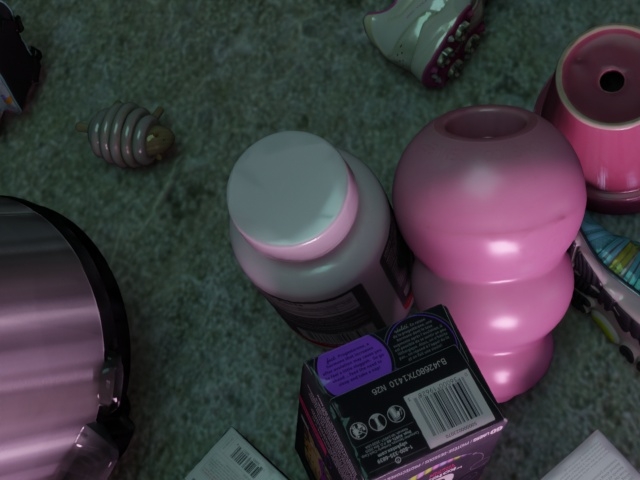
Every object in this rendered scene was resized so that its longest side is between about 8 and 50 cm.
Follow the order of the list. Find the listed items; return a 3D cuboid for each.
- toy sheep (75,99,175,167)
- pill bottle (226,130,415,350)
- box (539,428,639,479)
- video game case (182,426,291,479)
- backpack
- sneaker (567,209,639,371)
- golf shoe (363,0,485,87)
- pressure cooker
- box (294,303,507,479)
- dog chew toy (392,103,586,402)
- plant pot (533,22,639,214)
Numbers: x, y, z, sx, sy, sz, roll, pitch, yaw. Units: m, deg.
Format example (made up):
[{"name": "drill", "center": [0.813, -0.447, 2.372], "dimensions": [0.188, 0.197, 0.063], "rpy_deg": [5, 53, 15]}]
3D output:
[{"name": "toy sheep", "center": [-0.245, -0.133, 1.929], "dimensions": [0.132, 0.091, 0.091], "rpy_deg": [7, 73, 19]}, {"name": "pill bottle", "center": [0.000, 0.000, 1.699], "dimensions": [0.176, 0.318, 0.176], "rpy_deg": [-4, 70, 11]}, {"name": "box", "center": [0.321, 0.301, 1.625], "dimensions": [0.091, 0.130, 0.170], "rpy_deg": [-41, 69, -3]}, {"name": "video game case", "center": [-0.088, 0.364, 1.745], "dimensions": [0.232, 0.042, 0.210], "rpy_deg": [40, 84, 21]}, {"name": "backpack", "center": [-0.476, -0.229, 1.969], "dimensions": [0.188, 0.166, 0.144], "rpy_deg": [15, 66, 20]}, {"name": "sneaker", "center": [0.342, 0.041, 1.741], "dimensions": [0.110, 0.107, 0.275], "rpy_deg": [-32, 70, -21]}, {"name": "golf shoe", "center": [0.169, -0.340, 1.890], "dimensions": [0.140, 0.115, 0.306], "rpy_deg": [30, 79, 24]}, {"name": "pressure cooker", "center": [-0.416, 0.131, 1.717], "dimensions": [0.376, 0.420, 0.369], "rpy_deg": [-8, 89, 33]}, {"name": "box", "center": [0.076, 0.205, 1.622], "dimensions": [0.165, 0.270, 0.143], "rpy_deg": [-22, 67, -13]}, {"name": "dog chew toy", "center": [0.186, 0.025, 1.677], "dimensions": [0.207, 0.206, 0.331], "rpy_deg": [1, 116, 13]}, {"name": "plant pot", "center": [0.337, -0.151, 1.747], "dimensions": [0.201, 0.180, 0.201], "rpy_deg": [-4, 71, 11]}]
